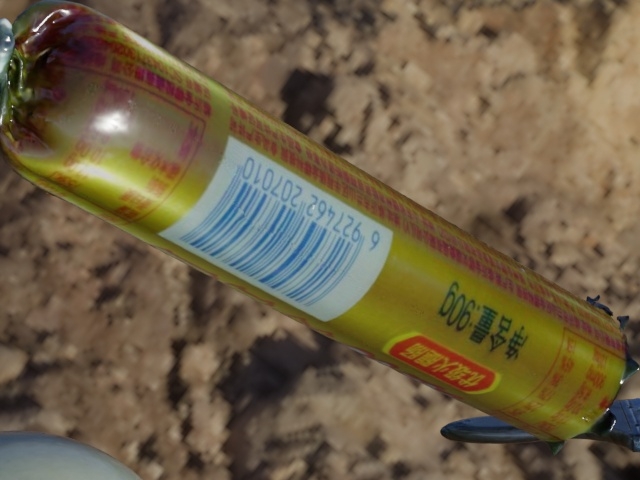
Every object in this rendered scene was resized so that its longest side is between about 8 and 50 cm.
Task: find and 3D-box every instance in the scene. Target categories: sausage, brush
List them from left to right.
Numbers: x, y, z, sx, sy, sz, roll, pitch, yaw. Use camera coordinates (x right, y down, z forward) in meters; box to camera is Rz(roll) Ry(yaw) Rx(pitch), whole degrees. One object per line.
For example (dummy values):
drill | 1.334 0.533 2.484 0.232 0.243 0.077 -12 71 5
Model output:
sausage | 0.000 0.000 0.715 0.371 0.082 0.082 28 24 -40
brush | 0.177 0.122 1.145 0.196 0.021 0.070 -1 19 0

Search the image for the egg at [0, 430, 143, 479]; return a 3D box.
egg | -0.147 0.163 0.724 0.151 0.209 0.151 36 39 -35
